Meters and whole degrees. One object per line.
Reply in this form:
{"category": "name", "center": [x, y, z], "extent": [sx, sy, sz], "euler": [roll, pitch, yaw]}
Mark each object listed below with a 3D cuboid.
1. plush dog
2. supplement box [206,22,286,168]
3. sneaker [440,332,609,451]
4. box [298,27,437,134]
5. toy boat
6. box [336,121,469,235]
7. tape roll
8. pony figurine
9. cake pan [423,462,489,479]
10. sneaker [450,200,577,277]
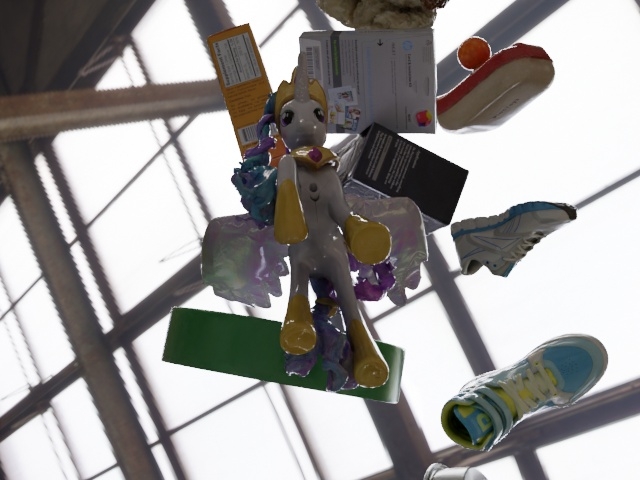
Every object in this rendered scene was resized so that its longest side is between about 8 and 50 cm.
{"category": "plush dog", "center": [0.138, -0.395, 1.540], "extent": [0.210, 0.225, 0.262], "euler": [6, -131, -32]}
{"category": "supplement box", "center": [-0.104, -0.207, 1.456], "extent": [0.080, 0.078, 0.233], "euler": [-16, -110, 1]}
{"category": "sneaker", "center": [0.353, 0.280, 1.710], "extent": [0.127, 0.319, 0.208], "euler": [59, -149, 6]}
{"category": "box", "center": [0.068, -0.220, 1.344], "extent": [0.038, 0.186, 0.145], "euler": [-67, -25, -60]}
{"category": "toy boat", "center": [0.286, -0.288, 1.689], "extent": [0.151, 0.231, 0.151], "euler": [-3, -116, -43]}
{"category": "box", "center": [0.101, -0.077, 1.381], "extent": [0.158, 0.156, 0.093], "euler": [26, -107, -12]}
{"category": "tape roll", "center": [-0.048, 0.154, 1.293], "extent": [0.321, 0.321, 0.077], "euler": [16, -99, -31]}
{"category": "pony figurine", "center": [0.000, 0.000, 1.146], "extent": [0.302, 0.351, 0.363], "euler": [-6, -142, -4]}
{"category": "cake pan", "center": [0.233, 0.448, 1.357], "extent": [0.293, 0.054, 0.293], "euler": [54, -159, -31]}
{"category": "sneaker", "center": [0.243, 0.003, 1.204], "extent": [0.071, 0.190, 0.083], "euler": [10, -109, -35]}
